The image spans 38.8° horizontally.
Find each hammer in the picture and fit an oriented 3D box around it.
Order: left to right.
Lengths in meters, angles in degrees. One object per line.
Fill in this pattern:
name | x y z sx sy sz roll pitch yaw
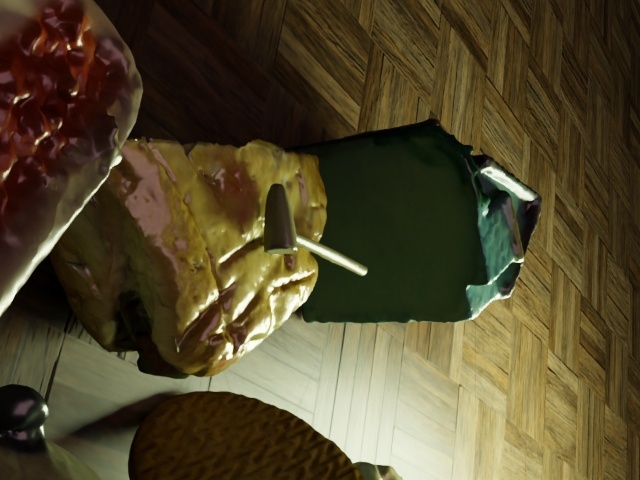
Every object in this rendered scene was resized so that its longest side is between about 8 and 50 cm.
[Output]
hammer | 0.000 0.000 0.843 0.195 0.028 0.060 28 56 -62

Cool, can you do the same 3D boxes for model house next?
model house | 0.121 -0.045 1.084 0.249 0.281 0.229 -34 114 -49

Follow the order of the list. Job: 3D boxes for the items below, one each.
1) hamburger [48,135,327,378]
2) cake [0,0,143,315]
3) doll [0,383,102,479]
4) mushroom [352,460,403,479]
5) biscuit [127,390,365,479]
hamburger | -0.123 0.016 0.800 0.330 0.162 0.208 -6 93 -63
cake | -0.283 -0.064 0.506 0.237 0.230 0.308 56 42 -33
doll | -0.221 0.262 0.464 0.252 0.382 0.378 45 66 -35
mushroom | 0.034 0.418 1.040 0.123 0.095 0.351 43 45 -23
biscuit | -0.056 0.236 0.836 0.262 0.262 0.037 -10 134 -58
